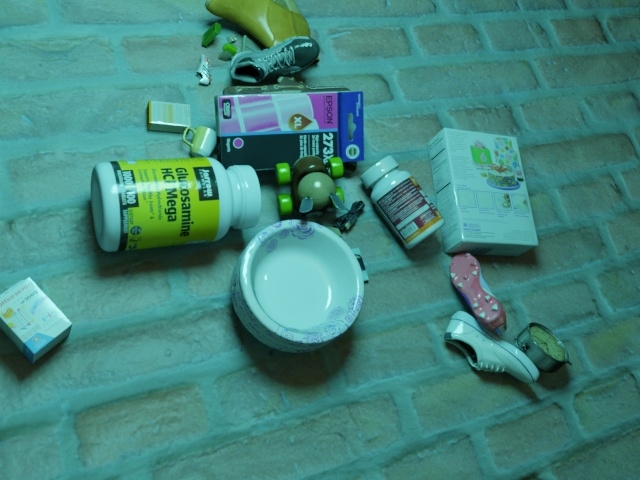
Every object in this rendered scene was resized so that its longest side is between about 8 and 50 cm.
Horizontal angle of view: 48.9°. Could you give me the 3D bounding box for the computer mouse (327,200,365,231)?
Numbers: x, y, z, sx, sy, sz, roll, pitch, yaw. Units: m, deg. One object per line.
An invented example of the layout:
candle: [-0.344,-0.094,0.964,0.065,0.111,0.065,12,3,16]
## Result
computer mouse: [0.014,-0.110,1.745,0.193,0.042,0.106,40,64,-10]

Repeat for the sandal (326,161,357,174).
sandal: [-0.005,-0.229,1.779,0.219,0.060,0.090,24,67,-29]

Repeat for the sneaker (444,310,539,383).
sneaker: [0.414,0.284,1.734,0.258,0.094,0.091,35,69,4]

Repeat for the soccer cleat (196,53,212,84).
soccer cleat: [-0.293,-0.425,1.749,0.036,0.029,0.083,-5,76,-29]

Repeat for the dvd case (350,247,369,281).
dvd case: [0.053,0.067,1.703,0.119,0.013,0.087,-9,73,-25]

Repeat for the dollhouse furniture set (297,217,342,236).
dollhouse furniture set: [0.000,0.000,1.677,0.114,0.091,0.081,12,80,-22]

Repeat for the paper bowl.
paper bowl: [-0.058,0.107,1.561,0.284,0.148,0.284,8,67,-20]

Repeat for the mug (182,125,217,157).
mug: [-0.283,-0.227,1.658,0.078,0.062,0.064,17,71,3]

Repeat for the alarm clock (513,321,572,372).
alarm clock: [0.545,0.270,1.773,0.192,0.064,0.129,15,36,-39]

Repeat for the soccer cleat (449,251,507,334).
soccer cleat: [0.393,0.130,1.761,0.095,0.083,0.248,52,11,-40]

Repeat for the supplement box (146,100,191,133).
supplement box: [-0.357,-0.290,1.660,0.098,0.036,0.062,3,68,-22]

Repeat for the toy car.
toy car: [-0.009,-0.099,1.598,0.155,0.188,0.148,-8,117,-11]

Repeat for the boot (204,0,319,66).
boot: [-0.136,-0.531,1.798,0.295,0.104,0.211,-14,78,-41]

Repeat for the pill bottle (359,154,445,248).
pill bottle: [0.203,-0.097,1.772,0.121,0.121,0.221,-33,85,-30]

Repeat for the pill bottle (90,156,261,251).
pill bottle: [-0.306,-0.083,1.508,0.334,0.188,0.187,-7,72,-25]

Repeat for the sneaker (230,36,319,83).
sneaker: [-0.113,-0.426,1.715,0.229,0.132,0.086,-13,117,9]

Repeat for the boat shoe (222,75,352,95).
boat shoe: [-0.079,-0.361,1.764,0.342,0.123,0.123,-13,73,-19]

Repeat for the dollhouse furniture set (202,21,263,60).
dollhouse furniture set: [-0.224,-0.492,1.809,0.152,0.059,0.076,23,52,-35]

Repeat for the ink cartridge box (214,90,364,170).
ink cartridge box: [-0.062,-0.261,1.672,0.371,0.069,0.175,-6,104,-18]

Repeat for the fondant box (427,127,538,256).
fondant box: [0.434,-0.128,1.900,0.238,0.096,0.330,3,69,-22]

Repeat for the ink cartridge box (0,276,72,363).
ink cartridge box: [-0.565,0.148,1.360,0.143,0.090,0.092,47,59,0]
